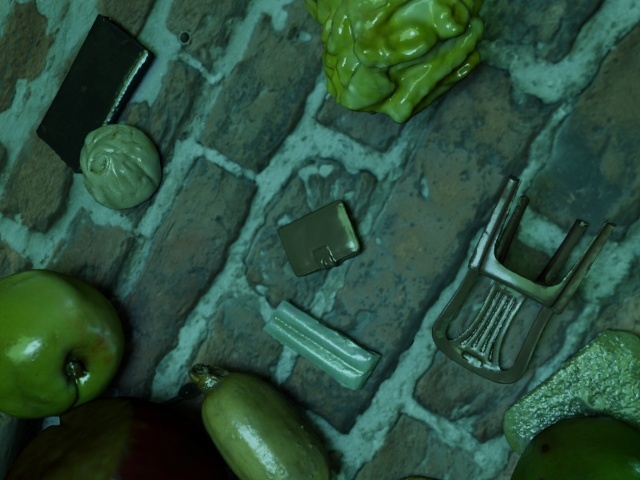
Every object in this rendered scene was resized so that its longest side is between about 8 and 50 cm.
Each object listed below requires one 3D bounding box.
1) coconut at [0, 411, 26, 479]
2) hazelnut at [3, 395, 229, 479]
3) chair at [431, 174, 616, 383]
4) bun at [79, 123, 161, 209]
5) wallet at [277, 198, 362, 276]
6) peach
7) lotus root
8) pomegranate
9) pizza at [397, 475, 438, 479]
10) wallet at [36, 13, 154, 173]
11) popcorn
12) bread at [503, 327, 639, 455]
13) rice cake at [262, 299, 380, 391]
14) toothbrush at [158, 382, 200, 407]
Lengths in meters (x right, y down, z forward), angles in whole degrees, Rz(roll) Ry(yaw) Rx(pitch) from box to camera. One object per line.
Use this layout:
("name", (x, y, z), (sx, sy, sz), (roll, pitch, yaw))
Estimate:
("coconut", (-0.749, 0.433, 1.181), (0.328, 0.328, 0.329), (0, 90, 18))
("hazelnut", (-0.373, 0.489, 1.073), (0.428, 0.402, 0.403), (-9, 87, 30))
("chair", (0.309, 0.084, 0.973), (0.175, 0.183, 0.327), (27, 97, 17))
("bun", (-0.426, -0.155, 1.243), (0.183, 0.102, 0.184), (1, 97, 7))
("wallet", (0.000, 0.000, 1.148), (0.152, 0.038, 0.118), (-22, 81, 20))
("peach", (-0.573, 0.210, 1.206), (0.315, 0.281, 0.314), (30, 104, 23))
("lotus root", (-0.116, 0.351, 1.112), (0.151, 0.169, 0.343), (-45, 77, 15))
("pomegranate", (0.460, 0.432, 0.871), (0.358, 0.216, 0.310), (-8, 104, 15))
("pizza", (0.207, 0.554, 1.055), (0.181, 0.034, 0.262), (-17, 70, 16))
("wallet", (-0.500, -0.319, 1.310), (0.170, 0.044, 0.321), (39, 104, 15))
("popcorn", (0.125, -0.354, 0.979), (0.311, 0.312, 0.313), (0, 90, 18))
("bread", (0.459, 0.294, 0.990), (0.207, 0.056, 0.286), (45, 104, 15))
("rice cake", (-0.001, 0.198, 1.145), (0.226, 0.040, 0.085), (30, 99, 16))
("toothbrush", (-0.379, 0.373, 1.273), (0.297, 0.030, 0.030), (-30, 55, 17))
